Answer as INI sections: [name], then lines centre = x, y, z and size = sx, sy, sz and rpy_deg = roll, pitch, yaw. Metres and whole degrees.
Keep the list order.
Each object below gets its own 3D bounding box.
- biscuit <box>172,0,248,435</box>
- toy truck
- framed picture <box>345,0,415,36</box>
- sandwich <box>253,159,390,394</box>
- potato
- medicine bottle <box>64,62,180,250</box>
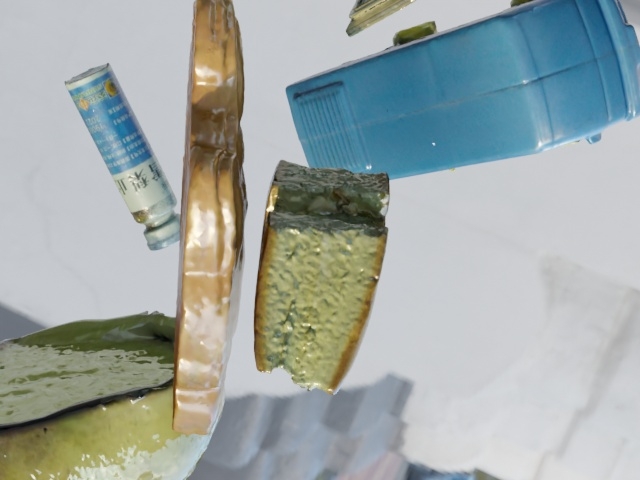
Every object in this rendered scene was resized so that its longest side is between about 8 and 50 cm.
[biscuit]
centre = -0.088, -0.018, 0.956
size = 0.269, 0.051, 0.376
rpy_deg = -102, -164, -58
[toy truck]
centre = 0.135, -0.142, 1.198
size = 0.162, 0.385, 0.161
rpy_deg = -24, 100, -35
[framed picture]
centre = 0.146, -0.273, 0.939
size = 0.274, 0.017, 0.217
rpy_deg = -25, -152, 31
[sandwich]
centre = 0.000, 0.000, 0.888
size = 0.244, 0.090, 0.088
rpy_deg = -83, -173, -55
[potato]
centre = -0.226, 0.219, 1.250
size = 0.330, 0.280, 0.213
rpy_deg = -86, 165, -74
[medicine bottle]
centre = -0.192, -0.083, 1.209
size = 0.191, 0.051, 0.051
rpy_deg = 65, 30, -15
